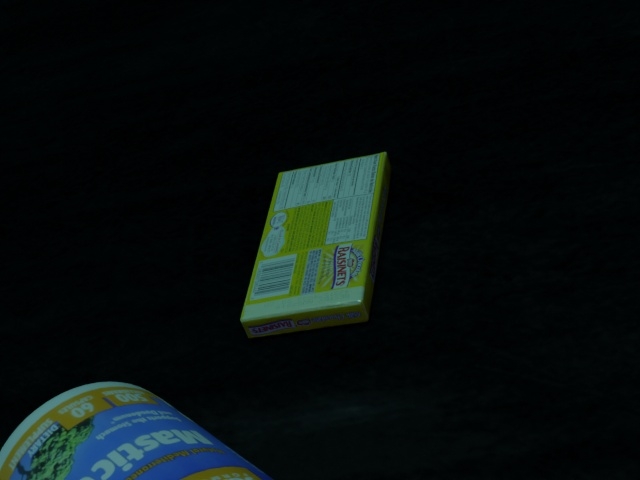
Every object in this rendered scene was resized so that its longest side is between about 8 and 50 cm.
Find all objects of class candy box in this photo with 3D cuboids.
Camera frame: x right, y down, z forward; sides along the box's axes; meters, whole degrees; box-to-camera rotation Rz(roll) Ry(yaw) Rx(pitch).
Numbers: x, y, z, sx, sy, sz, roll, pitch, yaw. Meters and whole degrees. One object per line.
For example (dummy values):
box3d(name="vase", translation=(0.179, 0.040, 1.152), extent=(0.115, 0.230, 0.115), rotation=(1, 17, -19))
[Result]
box3d(name="candy box", translation=(0.000, 0.000, 1.137), extent=(0.105, 0.027, 0.206), rotation=(-8, 37, 16))

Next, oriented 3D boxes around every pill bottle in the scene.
box3d(name="pill bottle", translation=(-0.078, 0.200, 0.797), extent=(0.152, 0.152, 0.272), rotation=(-39, 37, -23))
